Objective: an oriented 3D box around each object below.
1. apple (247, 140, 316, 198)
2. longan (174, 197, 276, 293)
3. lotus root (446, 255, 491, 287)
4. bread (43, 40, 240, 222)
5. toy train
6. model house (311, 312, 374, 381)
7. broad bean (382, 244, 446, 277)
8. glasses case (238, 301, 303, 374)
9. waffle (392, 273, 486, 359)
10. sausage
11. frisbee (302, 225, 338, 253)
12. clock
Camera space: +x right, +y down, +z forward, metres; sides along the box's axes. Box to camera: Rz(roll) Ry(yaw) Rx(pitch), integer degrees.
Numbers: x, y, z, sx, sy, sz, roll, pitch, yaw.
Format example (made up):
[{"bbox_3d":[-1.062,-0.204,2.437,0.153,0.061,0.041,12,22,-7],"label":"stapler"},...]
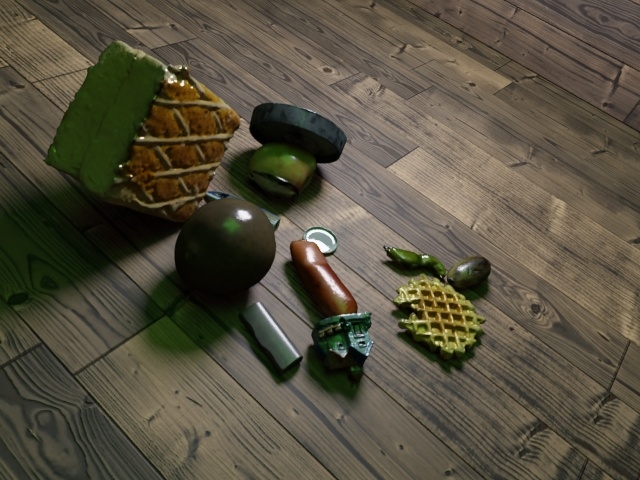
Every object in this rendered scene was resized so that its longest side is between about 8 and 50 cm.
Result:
[{"bbox_3d":[-0.121,-0.232,1.672,0.188,0.173,0.207,32,30,8],"label":"apple"},{"bbox_3d":[-0.239,0.016,1.327,0.258,0.258,0.258,10,45,-10],"label":"longan"},{"bbox_3d":[0.460,0.095,1.612,0.179,0.080,0.089,-19,55,-34],"label":"lotus root"},{"bbox_3d":[-0.445,-0.273,1.377,0.279,0.371,0.390,26,2,16],"label":"bread"},{"bbox_3d":[-0.241,-0.100,1.578,0.252,0.048,0.055,27,43,8],"label":"toy train"},{"bbox_3d":[0.066,0.270,1.293,0.148,0.119,0.148,-3,57,-22],"label":"model house"},{"bbox_3d":[0.287,0.061,1.607,0.214,0.048,0.070,20,43,-5],"label":"broad bean"},{"bbox_3d":[-0.124,0.238,1.303,0.072,0.042,0.190,-27,60,-28],"label":"glasses case"},{"bbox_3d":[0.332,0.204,1.484,0.261,0.056,0.250,36,46,18],"label":"waffle"},{"bbox_3d":[0.001,0.110,1.439,0.089,0.083,0.300,-17,52,-24],"label":"sausage"},{"bbox_3d":[0.000,0.000,1.590,0.110,0.014,0.110,9,46,-10],"label":"frisbee"},{"bbox_3d":[-0.076,-0.340,1.697,0.319,0.319,0.066,17,79,-3],"label":"clock"}]
